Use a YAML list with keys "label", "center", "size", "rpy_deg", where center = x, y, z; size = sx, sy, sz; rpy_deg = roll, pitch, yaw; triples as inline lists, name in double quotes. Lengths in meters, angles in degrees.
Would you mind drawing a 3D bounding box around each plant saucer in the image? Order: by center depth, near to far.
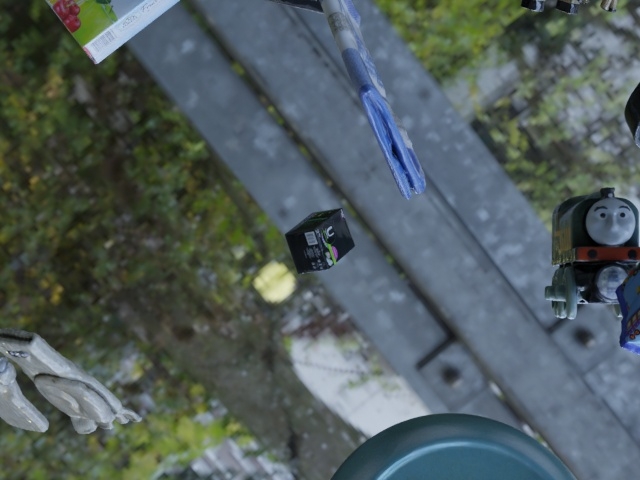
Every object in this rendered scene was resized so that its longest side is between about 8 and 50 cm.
- label: "plant saucer"
  center: [0.145, 0.328, 1.293]
  size: [0.317, 0.317, 0.044]
  rpy_deg: [-42, 172, -18]

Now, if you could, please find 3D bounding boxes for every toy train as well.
- label: "toy train"
  center: [0.412, 0.022, 1.922]
  size: [0.142, 0.190, 0.334]
  rpy_deg: [-1, 177, 5]

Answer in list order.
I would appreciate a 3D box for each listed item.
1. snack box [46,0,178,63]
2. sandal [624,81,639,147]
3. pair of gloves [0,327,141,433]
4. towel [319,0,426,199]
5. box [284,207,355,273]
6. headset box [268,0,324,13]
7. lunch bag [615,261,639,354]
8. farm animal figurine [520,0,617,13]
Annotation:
- label: "snack box"
  center: [-0.163, -0.229, 1.064]
  size: [0.141, 0.100, 0.037]
  rpy_deg: [-37, 161, -3]
- label: "sandal"
  center: [0.466, -0.214, 1.221]
  size: [0.167, 0.107, 0.446]
  rpy_deg: [0, 144, -26]
- label: "pair of gloves"
  center: [-0.339, 0.154, 1.455]
  size: [0.240, 0.204, 0.042]
  rpy_deg: [-2, -130, 39]
- label: "towel"
  center: [0.039, -0.203, 1.356]
  size: [0.034, 0.209, 0.285]
  rpy_deg: [-23, -125, 6]
- label: "box"
  center: [0.000, 0.000, 1.736]
  size: [0.052, 0.062, 0.083]
  rpy_deg: [-9, -163, 32]
- label: "headset box"
  center: [-0.113, -0.467, 1.836]
  size: [0.110, 0.293, 0.218]
  rpy_deg: [-99, -159, -76]
- label: "lunch bag"
  center: [0.556, 0.089, 1.595]
  size: [0.221, 0.293, 0.138]
  rpy_deg: [-56, -170, 32]
- label: "farm animal figurine"
  center: [0.247, -0.427, 1.749]
  size: [0.327, 0.172, 0.330]
  rpy_deg: [26, -154, 33]
